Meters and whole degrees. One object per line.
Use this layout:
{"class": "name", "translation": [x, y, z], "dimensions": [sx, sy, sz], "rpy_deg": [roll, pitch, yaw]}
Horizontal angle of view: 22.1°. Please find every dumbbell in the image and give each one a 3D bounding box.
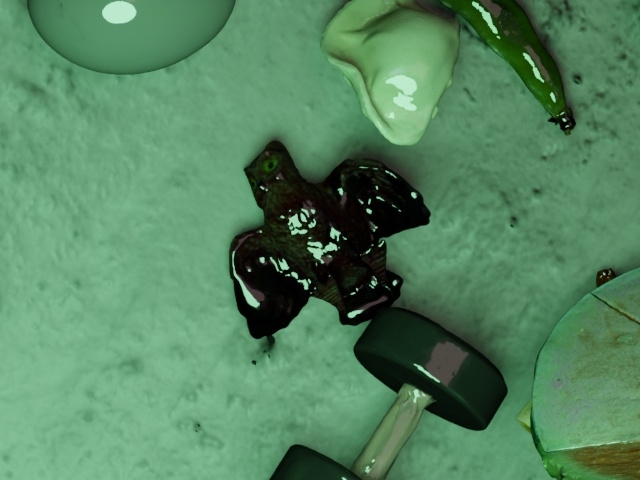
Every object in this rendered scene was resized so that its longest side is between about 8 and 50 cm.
{"class": "dumbbell", "translation": [0.065, 0.189, 1.560], "dimensions": [0.152, 0.152, 0.218], "rpy_deg": [36, 76, -11]}

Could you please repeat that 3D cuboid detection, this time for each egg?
{"class": "egg", "translation": [-0.174, -0.228, 1.527], "dimensions": [0.199, 0.146, 0.146], "rpy_deg": [-5, 87, -25]}

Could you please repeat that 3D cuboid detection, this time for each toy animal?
{"class": "toy animal", "translation": [-0.005, -0.007, 1.602], "dimensions": [0.218, 0.116, 0.179], "rpy_deg": [-38, 68, 11]}

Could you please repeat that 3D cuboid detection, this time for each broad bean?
{"class": "broad bean", "translation": [0.175, -0.232, 1.687], "dimensions": [0.297, 0.043, 0.060], "rpy_deg": [45, 84, -10]}

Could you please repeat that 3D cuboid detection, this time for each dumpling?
{"class": "dumpling", "translation": [0.065, -0.180, 1.620], "dimensions": [0.134, 0.100, 0.169], "rpy_deg": [24, 78, -10]}

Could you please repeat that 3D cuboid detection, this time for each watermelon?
{"class": "watermelon", "translation": [0.368, 0.174, 1.631], "dimensions": [0.292, 0.319, 0.222], "rpy_deg": [-5, 122, 12]}

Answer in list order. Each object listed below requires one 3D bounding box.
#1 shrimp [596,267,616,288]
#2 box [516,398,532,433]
{"class": "shrimp", "translation": [0.346, 0.019, 1.722], "dimensions": [0.124, 0.034, 0.178], "rpy_deg": [-4, 96, -15]}
{"class": "box", "translation": [0.276, 0.207, 1.691], "dimensions": [0.149, 0.020, 0.073], "rpy_deg": [42, 75, -9]}
